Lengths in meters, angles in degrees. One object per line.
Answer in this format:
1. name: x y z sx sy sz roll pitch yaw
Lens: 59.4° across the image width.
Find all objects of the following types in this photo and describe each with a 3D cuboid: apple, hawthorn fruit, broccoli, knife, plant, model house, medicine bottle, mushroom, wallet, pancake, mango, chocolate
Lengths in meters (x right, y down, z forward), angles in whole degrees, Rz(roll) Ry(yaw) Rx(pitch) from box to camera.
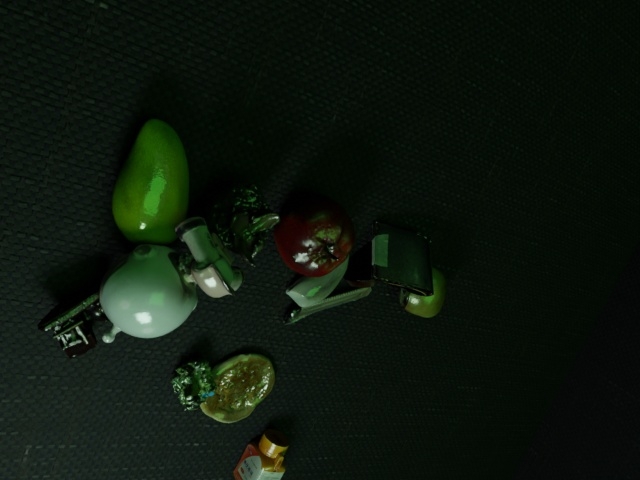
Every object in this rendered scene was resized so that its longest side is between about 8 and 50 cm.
1. apple: 0.386 0.181 2.092 0.207 0.174 0.188 8 111 -51
2. hawthorn fruit: 0.000 0.000 1.677 0.254 0.300 0.254 -12 118 -23
3. broccoli: -0.393 0.455 1.740 0.167 0.160 0.154 -43 112 9
4. knife: 0.027 0.217 1.963 0.365 0.043 0.089 -16 153 -27
5. plant: -0.229 -0.058 1.547 0.178 0.234 0.204 43 69 -35
6. model house: -0.622 0.220 1.505 0.203 0.141 0.164 -32 115 -18
7. medicine bottle: -0.206 0.804 2.027 0.112 0.149 0.222 21 100 -36
8. mushroom: 0.016 0.112 1.871 0.270 0.103 0.118 -46 112 -12
9. wallet: 0.284 0.066 1.951 0.262 0.071 0.220 19 62 -29
10. pancake: -0.282 0.495 1.901 0.282 0.049 0.282 -14 118 -29
11. mango: -0.431 -0.141 1.439 0.192 0.156 0.343 -6 112 -41
12. chocolate: 0.157 0.107 1.949 0.149 0.125 0.080 -44 144 -12

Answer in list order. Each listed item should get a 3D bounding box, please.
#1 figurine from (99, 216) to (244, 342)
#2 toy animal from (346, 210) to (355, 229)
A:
1. figurine: -0.391 0.107 1.420 0.361 0.211 0.253 -22 113 11
2. toy animal: 0.095 -0.066 1.872 0.028 0.050 0.084 -25 92 8
